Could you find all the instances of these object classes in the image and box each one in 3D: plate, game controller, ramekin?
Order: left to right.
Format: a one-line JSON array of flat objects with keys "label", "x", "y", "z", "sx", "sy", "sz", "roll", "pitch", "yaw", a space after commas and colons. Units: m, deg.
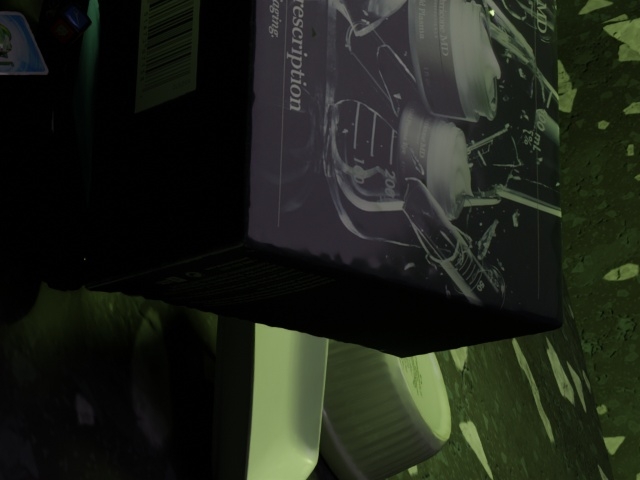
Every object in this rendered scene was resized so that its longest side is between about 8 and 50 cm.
[{"label": "game controller", "x": -0.186, "y": -0.113, "z": 1.189, "sx": 0.319, "sy": 0.067, "sz": 0.166, "roll": -92, "pitch": -171, "yaw": -50}, {"label": "plate", "x": -0.042, "y": 0.099, "z": 1.355, "sx": 0.277, "sy": 0.045, "sz": 0.278, "roll": -34, "pitch": 129, "yaw": -73}, {"label": "ramekin", "x": 0.057, "y": 0.151, "z": 1.660, "sx": 0.207, "sy": 0.109, "sz": 0.207, "roll": -20, "pitch": 90, "yaw": -74}]

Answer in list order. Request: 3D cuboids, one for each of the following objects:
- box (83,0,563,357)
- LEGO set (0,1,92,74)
[{"label": "box", "x": 0.013, "y": -0.112, "z": 1.159, "sx": 0.312, "sy": 0.179, "sz": 0.343, "roll": 15, "pitch": 69, "yaw": -41}, {"label": "LEGO set", "x": -0.266, "y": -0.170, "z": 1.015, "sx": 0.244, "sy": 0.060, "sz": 0.182, "roll": -8, "pitch": 67, "yaw": -49}]
